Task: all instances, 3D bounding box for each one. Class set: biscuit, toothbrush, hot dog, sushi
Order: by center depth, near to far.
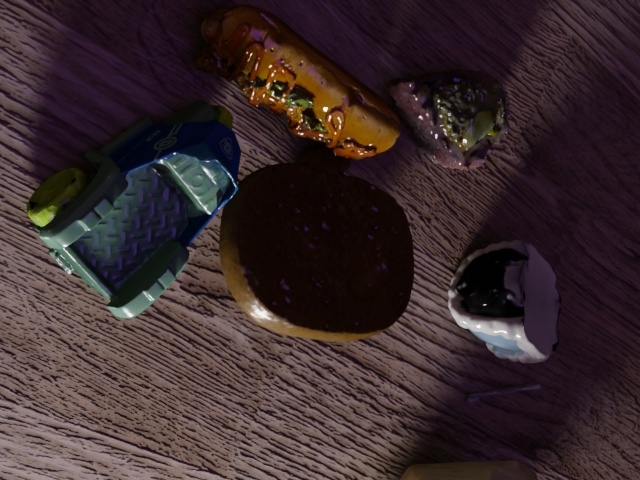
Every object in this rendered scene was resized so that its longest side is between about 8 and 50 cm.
[{"bbox_3d":[-0.034,-0.221,1.470,0.349,0.158,0.117,32,81,-36],"label":"hot dog"},{"bbox_3d":[-0.001,0.000,1.564,0.367,0.063,0.314,10,71,-37],"label":"biscuit"},{"bbox_3d":[0.230,-0.232,1.686,0.161,0.107,0.241,-52,125,-16],"label":"sushi"},{"bbox_3d":[0.365,0.302,1.978,0.194,0.014,0.017,-5,106,-33],"label":"toothbrush"}]

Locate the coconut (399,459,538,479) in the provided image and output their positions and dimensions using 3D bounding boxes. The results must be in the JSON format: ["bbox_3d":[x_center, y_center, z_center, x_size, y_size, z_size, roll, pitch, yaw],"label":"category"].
[{"bbox_3d":[0.254,0.570,1.760,0.345,0.415,0.415,35,79,9],"label":"coconut"}]

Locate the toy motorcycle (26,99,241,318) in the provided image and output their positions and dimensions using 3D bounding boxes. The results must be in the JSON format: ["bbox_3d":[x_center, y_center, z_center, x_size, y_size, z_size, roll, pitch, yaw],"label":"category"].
[{"bbox_3d":[-0.220,-0.065,1.366,0.326,0.200,0.191,-46,123,-13],"label":"toy motorcycle"}]

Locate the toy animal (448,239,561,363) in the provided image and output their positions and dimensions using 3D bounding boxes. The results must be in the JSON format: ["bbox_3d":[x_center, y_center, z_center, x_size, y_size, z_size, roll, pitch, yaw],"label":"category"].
[{"bbox_3d":[0.340,0.121,1.821,0.204,0.156,0.208,41,48,-37],"label":"toy animal"}]
